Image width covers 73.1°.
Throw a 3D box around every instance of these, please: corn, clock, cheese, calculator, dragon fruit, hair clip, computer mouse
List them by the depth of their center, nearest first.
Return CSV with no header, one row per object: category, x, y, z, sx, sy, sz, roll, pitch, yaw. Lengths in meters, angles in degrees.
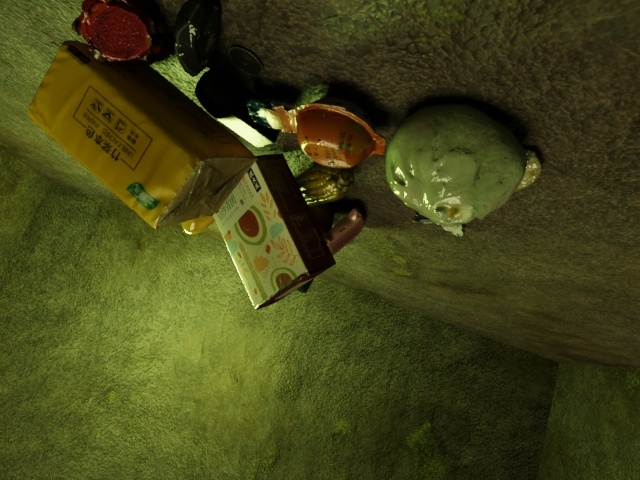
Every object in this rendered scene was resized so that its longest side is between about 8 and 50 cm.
computer mouse,-0.238,-0.390,0.819,0.062,0.105,0.192,27,164,-7
dragon fruit,-0.385,-0.418,0.877,0.150,0.133,0.208,53,-159,8
clock,-0.161,-0.384,0.925,0.074,0.010,0.083,9,163,37
cheese,-0.011,-0.254,0.973,0.329,0.129,0.217,18,165,12
corn,-0.013,-0.167,1.329,0.120,0.120,0.363,26,166,-25
hair clip,0.378,-0.057,1.358,0.172,0.049,0.116,15,170,9
calculator,0.081,-0.015,1.602,0.048,0.220,0.329,49,175,12

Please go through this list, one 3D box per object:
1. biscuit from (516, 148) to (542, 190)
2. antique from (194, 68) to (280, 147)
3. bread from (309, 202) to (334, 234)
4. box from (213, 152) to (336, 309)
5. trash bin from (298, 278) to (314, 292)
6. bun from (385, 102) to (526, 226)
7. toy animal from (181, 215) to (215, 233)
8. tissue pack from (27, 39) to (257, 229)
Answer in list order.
biscuit,0.380,-0.159,0.989,0.188,0.040,0.265,25,164,-22
antique,-0.203,-0.325,1.065,0.221,0.081,0.080,31,161,-34
bread,-0.086,-0.089,1.625,0.312,0.172,0.312,17,170,3
box,-0.166,-0.018,1.373,0.122,0.385,0.344,-17,167,-41
trash bin,-0.090,0.090,1.624,0.115,0.165,0.225,28,173,18
bun,0.253,-0.130,0.882,0.283,0.179,0.283,23,147,16
toy animal,-0.472,-0.184,1.570,0.247,0.277,0.345,36,-174,4
tissue pack,-0.386,-0.231,0.990,0.382,0.228,0.293,40,-163,4
